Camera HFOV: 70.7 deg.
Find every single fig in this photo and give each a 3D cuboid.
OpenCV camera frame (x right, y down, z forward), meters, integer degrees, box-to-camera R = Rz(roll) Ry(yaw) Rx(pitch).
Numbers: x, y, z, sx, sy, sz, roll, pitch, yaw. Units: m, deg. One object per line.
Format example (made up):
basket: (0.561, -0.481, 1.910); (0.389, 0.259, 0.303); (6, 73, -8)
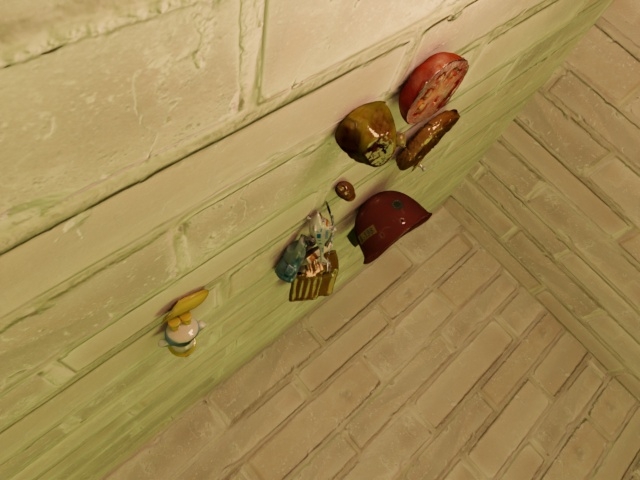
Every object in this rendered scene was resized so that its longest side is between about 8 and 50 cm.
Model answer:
fig: (0.120, -0.274, 1.138); (0.144, 0.154, 0.166); (63, 44, -62)

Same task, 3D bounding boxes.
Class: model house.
model house: (-0.055, 0.164, 2.049); (0.239, 0.173, 0.268); (-6, 113, -49)

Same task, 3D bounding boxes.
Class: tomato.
tomato: (0.293, -0.422, 1.227); (0.225, 0.085, 0.225); (-36, 165, -11)

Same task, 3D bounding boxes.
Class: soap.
soap: (-0.396, 0.188, 1.321); (0.089, 0.033, 0.168); (-52, 164, 31)

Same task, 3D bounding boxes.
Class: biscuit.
biscuit: (0.391, -0.379, 1.683); (0.296, 0.075, 0.296); (-42, 173, -7)

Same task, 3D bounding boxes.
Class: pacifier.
pacifier: (0.448, -0.336, 2.028); (0.083, 0.064, 0.068); (-48, -177, 28)

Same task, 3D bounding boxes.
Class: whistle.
whistle: (-0.103, 0.073, 1.685); (0.269, 0.093, 0.180); (-57, -175, 49)

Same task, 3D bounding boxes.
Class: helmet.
helmet: (0.272, -0.084, 1.964); (0.337, 0.230, 0.385); (-32, 172, -34)

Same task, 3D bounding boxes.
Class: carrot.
carrot: (0.091, -0.166, 1.543); (0.060, 0.060, 0.186); (-44, 170, 9)

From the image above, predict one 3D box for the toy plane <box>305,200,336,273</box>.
toy plane: (0.000, -0.008, 1.630); (0.107, 0.182, 0.273); (3, 157, 1)

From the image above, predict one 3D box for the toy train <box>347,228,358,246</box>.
toy train: (0.244, -0.062, 2.289); (0.225, 0.090, 0.137); (-30, 170, -43)

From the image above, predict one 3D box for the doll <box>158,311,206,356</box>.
doll: (-0.441, 0.306, 1.438); (0.135, 0.098, 0.241); (-61, -179, -33)

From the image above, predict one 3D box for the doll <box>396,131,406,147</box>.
doll: (0.259, -0.336, 1.547); (0.061, 0.051, 0.093); (-36, -165, -27)

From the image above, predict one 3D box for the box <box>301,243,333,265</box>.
box: (-0.037, 0.059, 1.821); (0.122, 0.032, 0.220); (-36, -175, -19)
